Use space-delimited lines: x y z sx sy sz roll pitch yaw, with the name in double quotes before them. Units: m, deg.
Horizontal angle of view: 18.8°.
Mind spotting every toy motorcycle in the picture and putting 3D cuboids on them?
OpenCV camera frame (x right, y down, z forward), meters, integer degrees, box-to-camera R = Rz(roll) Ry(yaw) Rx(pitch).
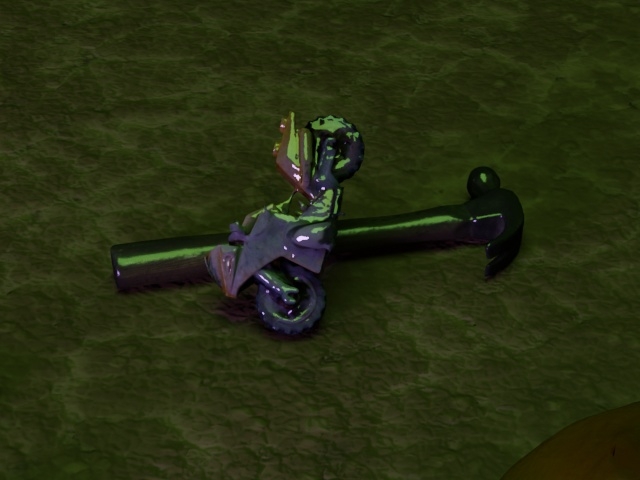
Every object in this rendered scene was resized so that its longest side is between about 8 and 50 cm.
"toy motorcycle" -0.038 -0.024 1.932 0.129 0.094 0.229 14 78 5

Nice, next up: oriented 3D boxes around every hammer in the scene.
"hammer" 0.000 0.000 2.028 0.440 0.044 0.168 -7 32 -9

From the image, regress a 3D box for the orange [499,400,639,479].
"orange" 0.283 0.236 1.566 0.334 0.196 0.262 -8 20 1
